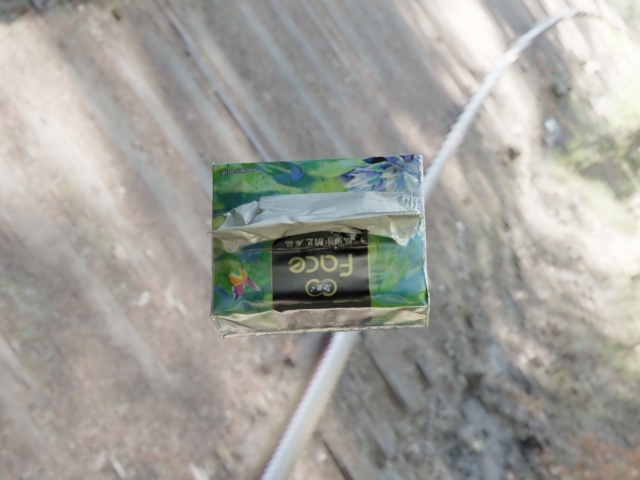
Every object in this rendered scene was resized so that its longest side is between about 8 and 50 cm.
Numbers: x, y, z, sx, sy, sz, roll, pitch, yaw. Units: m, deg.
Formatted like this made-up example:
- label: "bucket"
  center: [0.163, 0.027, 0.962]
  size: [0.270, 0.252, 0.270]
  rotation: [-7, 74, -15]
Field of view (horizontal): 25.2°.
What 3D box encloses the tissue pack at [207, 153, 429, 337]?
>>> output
- label: "tissue pack"
  center: [-0.001, 0.000, 0.732]
  size: [0.079, 0.111, 0.085]
  rotation: [79, 9, -73]
